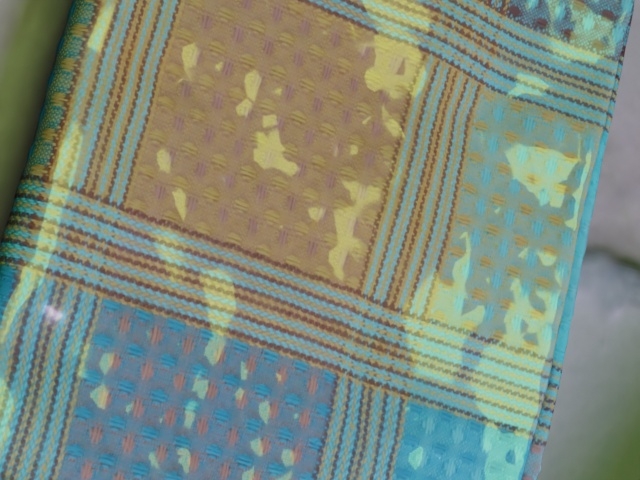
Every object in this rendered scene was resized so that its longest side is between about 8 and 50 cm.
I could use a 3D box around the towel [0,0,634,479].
[{"bbox_3d":[0.000,0.000,0.751,0.271,0.040,0.370,19,79,-25],"label":"towel"}]
